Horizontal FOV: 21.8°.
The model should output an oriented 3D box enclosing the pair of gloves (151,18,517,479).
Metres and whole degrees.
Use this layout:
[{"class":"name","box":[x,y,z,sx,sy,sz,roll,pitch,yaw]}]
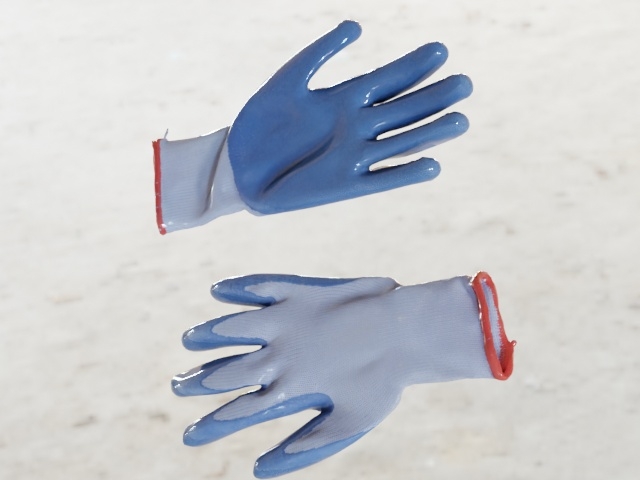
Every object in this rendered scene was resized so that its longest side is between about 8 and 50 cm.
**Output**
[{"class":"pair of gloves","box":[0.000,0.000,0.723,0.159,0.023,0.198,-15,66,19]}]
